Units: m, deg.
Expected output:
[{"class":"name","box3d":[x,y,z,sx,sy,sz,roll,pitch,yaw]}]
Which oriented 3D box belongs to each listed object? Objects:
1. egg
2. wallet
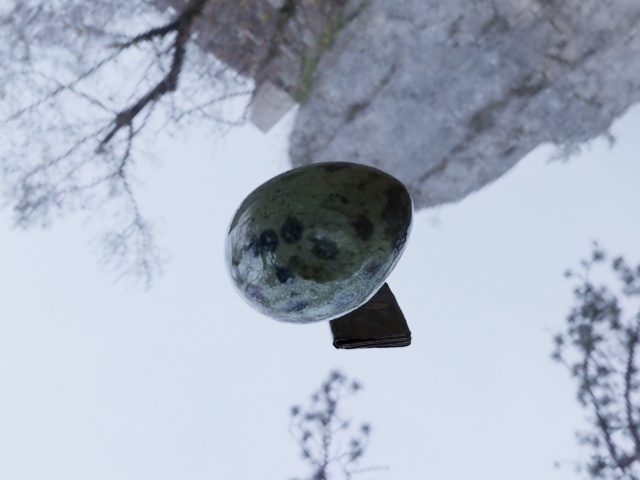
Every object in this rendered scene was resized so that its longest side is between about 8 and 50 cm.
[{"class":"egg","box3d":[0.000,0.000,1.016,0.141,0.182,0.141,60,-170,-17]},{"class":"wallet","box3d":[0.047,0.084,1.303,0.095,0.026,0.176,0,-162,-9]}]
